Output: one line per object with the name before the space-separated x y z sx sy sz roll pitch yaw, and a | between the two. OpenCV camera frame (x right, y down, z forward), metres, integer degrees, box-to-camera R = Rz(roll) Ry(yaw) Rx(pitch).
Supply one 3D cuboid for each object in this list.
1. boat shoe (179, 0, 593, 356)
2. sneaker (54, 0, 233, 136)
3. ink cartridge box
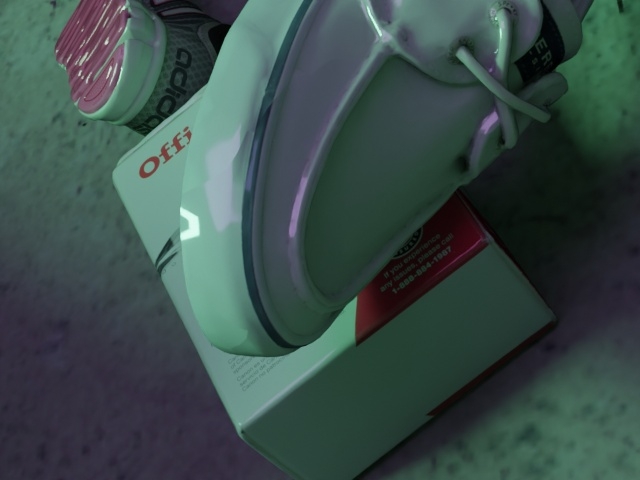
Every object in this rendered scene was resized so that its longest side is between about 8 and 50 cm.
boat shoe | 0.041 -0.070 0.570 0.084 0.095 0.258 6 56 33
sneaker | -0.067 -0.081 0.762 0.063 0.075 0.170 -57 21 14
ink cartridge box | 0.000 0.000 0.651 0.109 0.063 0.150 -39 46 8
